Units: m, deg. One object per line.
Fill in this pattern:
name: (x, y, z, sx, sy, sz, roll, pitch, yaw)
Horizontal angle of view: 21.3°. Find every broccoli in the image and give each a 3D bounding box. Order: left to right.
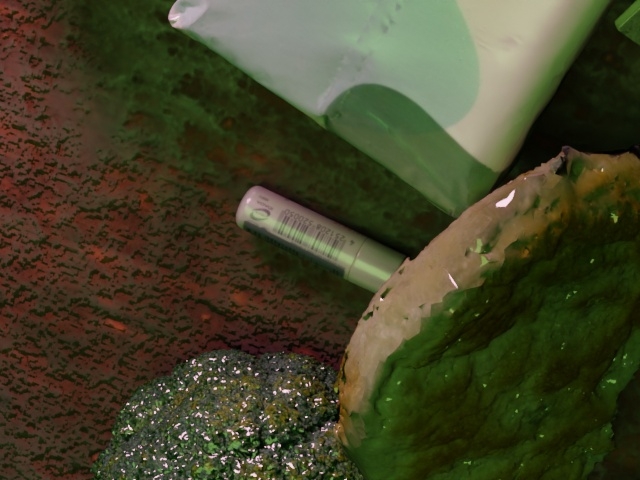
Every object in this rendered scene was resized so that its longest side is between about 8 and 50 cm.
broccoli: (-0.067, 0.211, 1.373, 0.269, 0.261, 0.241, -25, 127, -15)

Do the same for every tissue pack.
tissue pack: (0.097, -0.234, 1.187, 0.266, 0.194, 0.356, 34, 113, 6)

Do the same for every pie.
pie: (0.152, 0.078, 1.236, 0.371, 0.296, 0.078, -55, 45, 22)

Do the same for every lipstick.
lipstick: (0.000, 0.000, 1.371, 0.141, 0.040, 0.040, 25, 112, 9)

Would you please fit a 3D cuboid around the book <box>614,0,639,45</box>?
book: (0.300, -0.152, 1.187, 0.172, 0.012, 0.118, 27, 120, -36)
